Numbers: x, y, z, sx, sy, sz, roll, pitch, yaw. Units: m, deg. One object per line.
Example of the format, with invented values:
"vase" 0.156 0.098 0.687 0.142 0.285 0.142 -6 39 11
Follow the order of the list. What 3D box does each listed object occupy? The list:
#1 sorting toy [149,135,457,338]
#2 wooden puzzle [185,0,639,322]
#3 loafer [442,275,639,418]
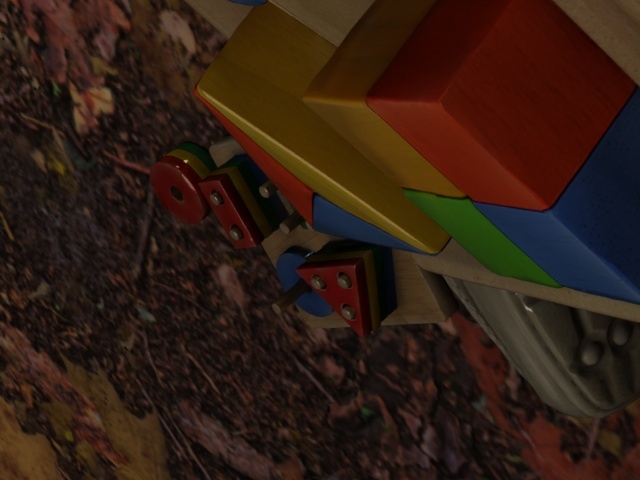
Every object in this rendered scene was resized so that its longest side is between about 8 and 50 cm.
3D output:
"sorting toy" 0.000 0.000 1.058 0.274 0.046 0.132 -6 118 53
"wooden puzzle" -0.015 -0.086 0.599 0.348 0.080 0.322 45 168 -21
"loafer" 0.065 -0.064 0.862 0.111 0.112 0.319 -7 109 59
